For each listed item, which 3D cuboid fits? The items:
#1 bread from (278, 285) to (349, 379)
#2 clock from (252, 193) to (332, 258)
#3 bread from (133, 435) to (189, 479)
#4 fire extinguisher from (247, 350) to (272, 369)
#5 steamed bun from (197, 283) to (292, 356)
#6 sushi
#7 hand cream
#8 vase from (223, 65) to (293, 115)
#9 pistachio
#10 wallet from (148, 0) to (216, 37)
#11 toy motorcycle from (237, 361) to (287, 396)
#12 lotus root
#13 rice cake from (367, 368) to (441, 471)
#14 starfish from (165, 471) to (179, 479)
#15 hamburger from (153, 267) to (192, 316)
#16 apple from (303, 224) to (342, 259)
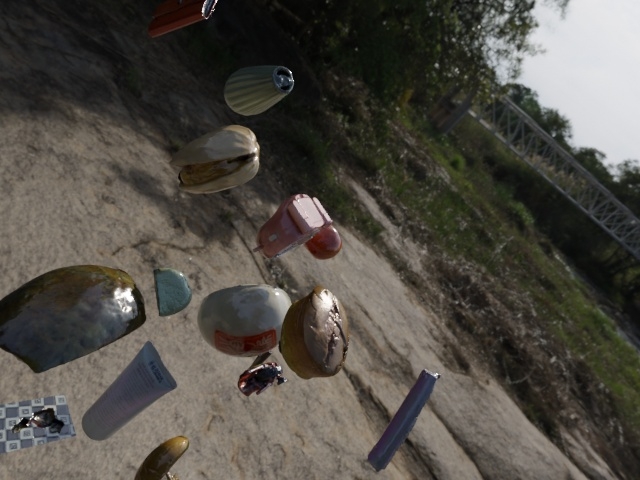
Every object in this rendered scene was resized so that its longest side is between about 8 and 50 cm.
[{"bbox_3d":[-0.008,0.259,1.197,0.195,0.143,0.269,48,29,-25],"label":"bread"},{"bbox_3d":[-0.114,-0.038,1.381,0.142,0.241,0.227,56,22,4],"label":"clock"},{"bbox_3d":[-0.453,0.625,1.187,0.077,0.189,0.114,47,-19,-1],"label":"bread"},{"bbox_3d":[-0.266,0.512,1.776,0.035,0.173,0.049,21,27,-52],"label":"fire extinguisher"},{"bbox_3d":[-0.289,0.329,1.650,0.375,0.375,0.241,18,56,-41],"label":"steamed bun"},{"bbox_3d":[-0.797,0.507,1.162,0.139,0.031,0.201,54,19,27],"label":"sushi"},{"bbox_3d":[-0.634,0.511,1.397,0.185,0.359,0.118,51,10,20],"label":"hand cream"},{"bbox_3d":[-0.165,-0.413,1.149,0.128,0.128,0.248,20,-6,-39],"label":"vase"},{"bbox_3d":[-0.263,-0.204,1.073,0.157,0.230,0.157,158,-90,-80],"label":"pistachio"},{"bbox_3d":[-0.391,-0.657,1.204,0.045,0.205,0.142,50,43,-51],"label":"wallet"},{"bbox_3d":[-0.212,0.484,1.487,0.298,0.171,0.089,118,-48,-73],"label":"toy motorcycle"},{"bbox_3d":[-0.528,0.154,0.919,0.314,0.142,0.210,-39,107,-48],"label":"lotus root"},{"bbox_3d":[0.202,0.427,1.016,0.055,0.269,0.049,32,-9,29],"label":"rice cake"},{"bbox_3d":[-0.427,0.850,1.426,0.277,0.235,0.062,27,61,2],"label":"starfish"},{"bbox_3d":[-0.369,0.127,1.060,0.084,0.054,0.121,-4,88,-28],"label":"hamburger"},{"bbox_3d":[0.000,0.000,1.652,0.163,0.139,0.163,52,-16,22],"label":"apple"}]
